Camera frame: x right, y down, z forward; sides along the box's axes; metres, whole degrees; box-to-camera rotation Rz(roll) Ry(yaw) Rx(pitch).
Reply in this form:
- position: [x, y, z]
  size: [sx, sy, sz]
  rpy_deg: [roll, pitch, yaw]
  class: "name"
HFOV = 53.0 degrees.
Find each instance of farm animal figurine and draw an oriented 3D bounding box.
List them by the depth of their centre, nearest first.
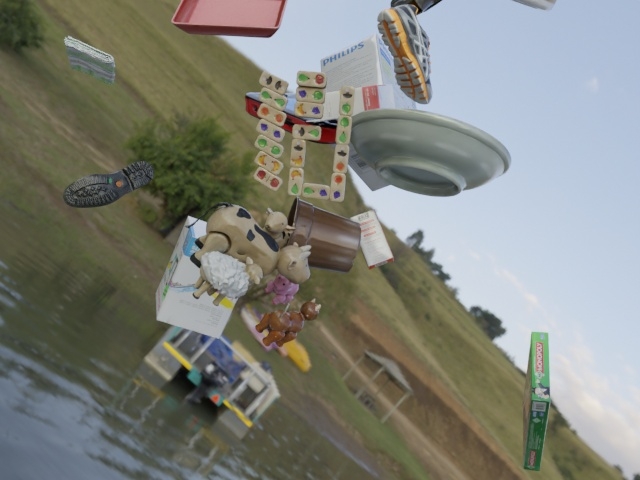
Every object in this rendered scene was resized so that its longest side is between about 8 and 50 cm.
- position: [-0.112, 0.029, 1.305]
  size: [0.326, 0.172, 0.330]
  rpy_deg: [37, 20, -35]
  class: "farm animal figurine"

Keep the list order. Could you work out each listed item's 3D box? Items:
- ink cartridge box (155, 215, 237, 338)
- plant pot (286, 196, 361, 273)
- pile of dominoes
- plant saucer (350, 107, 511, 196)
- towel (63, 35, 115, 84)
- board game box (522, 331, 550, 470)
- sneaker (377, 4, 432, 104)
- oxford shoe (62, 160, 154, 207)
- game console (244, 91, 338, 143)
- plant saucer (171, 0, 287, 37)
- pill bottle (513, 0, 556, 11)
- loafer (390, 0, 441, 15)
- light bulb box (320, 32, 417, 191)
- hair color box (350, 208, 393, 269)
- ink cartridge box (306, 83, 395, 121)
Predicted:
- position: [-0.342, 0.107, 1.880]
  size: [0.197, 0.270, 0.198]
  rpy_deg: [21, 12, -21]
  class: "ink cartridge box"
- position: [0.000, 0.000, 1.501]
  size: [0.165, 0.167, 0.167]
  rpy_deg: [15, -4, -8]
  class: "plant pot"
- position: [-0.037, -0.210, 1.288]
  size: [0.195, 0.252, 0.040]
  rpy_deg: [6, 9, 3]
  class: "pile of dominoes"
- position: [0.244, -0.186, 1.532]
  size: [0.400, 0.101, 0.400]
  rpy_deg: [16, -10, 3]
  class: "plant saucer"
- position: [-0.533, -0.410, 1.486]
  size: [0.113, 0.023, 0.152]
  rpy_deg: [23, -15, -12]
  class: "towel"
- position: [0.561, 0.422, 1.675]
  size: [0.046, 0.214, 0.318]
  rpy_deg: [2, -48, 15]
  class: "board game box"
- position: [0.195, -0.386, 1.330]
  size: [0.084, 0.083, 0.215]
  rpy_deg: [20, -42, 57]
  class: "sneaker"
- position: [-0.539, -0.132, 1.627]
  size: [0.096, 0.227, 0.083]
  rpy_deg: [-8, -79, 61]
  class: "oxford shoe"
- position: [0.008, -0.361, 1.819]
  size: [0.386, 0.341, 0.060]
  rpy_deg: [32, -55, 42]
  class: "game console"
- position: [-0.207, -0.574, 1.577]
  size: [0.258, 0.259, 0.048]
  rpy_deg: [4, -42, 4]
  class: "plant saucer"
- position: [0.476, -0.640, 1.362]
  size: [0.153, 0.265, 0.153]
  rpy_deg: [16, 23, -7]
  class: "pill bottle"
- position: [0.229, -0.530, 1.421]
  size: [0.170, 0.061, 0.062]
  rpy_deg: [-18, -40, 40]
  class: "loafer"
- position: [0.184, -0.429, 2.196]
  size: [0.358, 0.225, 0.361]
  rpy_deg: [42, 37, -50]
  class: "light bulb box"
- position: [0.134, -0.003, 1.676]
  size: [0.043, 0.071, 0.141]
  rpy_deg: [64, 7, -74]
  class: "hair color box"
- position: [0.069, -0.333, 1.559]
  size: [0.115, 0.198, 0.067]
  rpy_deg: [-28, 112, -62]
  class: "ink cartridge box"
